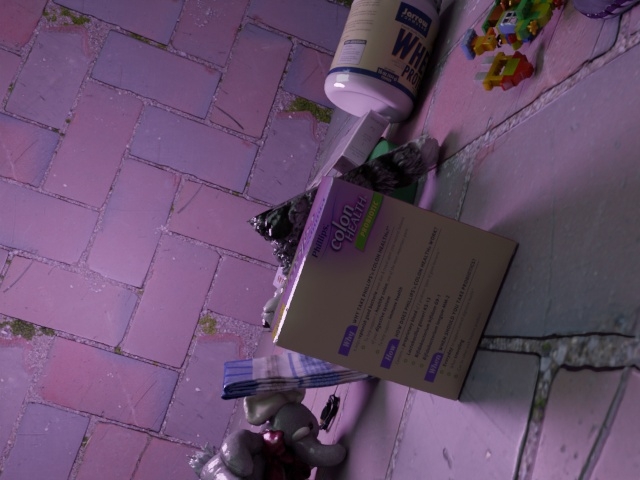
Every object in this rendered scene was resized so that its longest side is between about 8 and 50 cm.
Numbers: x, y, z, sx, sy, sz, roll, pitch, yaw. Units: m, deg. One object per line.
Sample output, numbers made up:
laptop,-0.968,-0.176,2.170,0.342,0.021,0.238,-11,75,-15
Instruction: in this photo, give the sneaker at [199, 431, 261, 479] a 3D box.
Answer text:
sneaker,-0.143,0.596,1.419,0.316,0.182,0.127,-36,24,19

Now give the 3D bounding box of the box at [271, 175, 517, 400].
box,0.085,0.056,0.746,0.117,0.243,0.213,-134,63,-80

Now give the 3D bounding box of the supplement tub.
supplement tub,0.164,-0.488,1.470,0.235,0.236,0.324,175,114,-81

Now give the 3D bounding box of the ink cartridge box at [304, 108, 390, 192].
ink cartridge box,0.058,-0.207,1.547,0.261,0.066,0.296,-56,7,0

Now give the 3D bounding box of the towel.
towel,-0.044,0.239,1.103,0.209,0.285,0.034,-157,60,-82

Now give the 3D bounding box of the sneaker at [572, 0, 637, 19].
sneaker,0.306,-0.292,0.601,0.223,0.098,0.083,-111,41,-77

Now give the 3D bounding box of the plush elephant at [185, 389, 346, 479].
plush elephant,-0.076,0.417,1.089,0.255,0.271,0.330,-37,33,-23

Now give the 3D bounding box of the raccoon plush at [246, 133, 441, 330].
raccoon plush,0.080,0.023,1.078,0.447,0.299,0.216,-26,6,3

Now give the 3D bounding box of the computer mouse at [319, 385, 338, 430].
computer mouse,0.031,0.291,1.251,0.071,0.041,0.241,165,123,-79

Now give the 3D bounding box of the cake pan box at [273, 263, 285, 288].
cake pan box,0.000,0.000,1.567,0.246,0.070,0.266,-36,-24,-44

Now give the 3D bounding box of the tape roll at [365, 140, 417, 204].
tape roll,0.123,-0.067,1.338,0.321,0.077,0.321,-162,90,-81

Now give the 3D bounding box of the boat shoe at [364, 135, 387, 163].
boat shoe,0.128,-0.189,1.600,0.223,0.073,0.080,-50,1,36

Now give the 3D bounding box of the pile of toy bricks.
pile of toy bricks,0.293,-0.329,0.835,0.105,0.118,0.212,13,70,43
